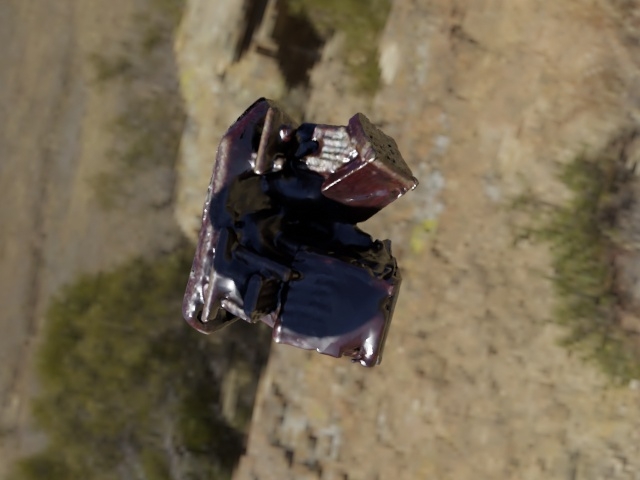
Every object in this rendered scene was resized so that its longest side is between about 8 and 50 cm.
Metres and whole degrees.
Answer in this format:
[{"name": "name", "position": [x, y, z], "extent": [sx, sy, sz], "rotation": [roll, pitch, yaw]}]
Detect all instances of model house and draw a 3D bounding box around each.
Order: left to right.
[{"name": "model house", "position": [-0.007, -0.006, 1.346], "extent": [0.164, 0.141, 0.203], "rotation": [22, 108, 52]}]
